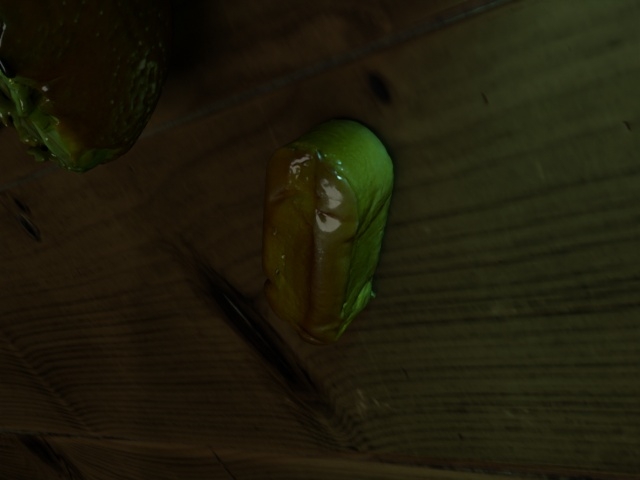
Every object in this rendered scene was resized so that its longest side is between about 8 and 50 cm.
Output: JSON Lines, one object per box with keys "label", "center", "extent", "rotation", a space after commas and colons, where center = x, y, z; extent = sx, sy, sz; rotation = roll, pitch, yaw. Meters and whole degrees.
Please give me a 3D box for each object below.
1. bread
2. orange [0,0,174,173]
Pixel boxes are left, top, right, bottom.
{"label": "bread", "center": [0.000, 0.000, 0.765], "extent": [0.102, 0.094, 0.245], "rotation": [31, 142, 20]}
{"label": "orange", "center": [-0.238, -0.212, 0.648], "extent": [0.263, 0.196, 0.334], "rotation": [28, 162, 24]}
